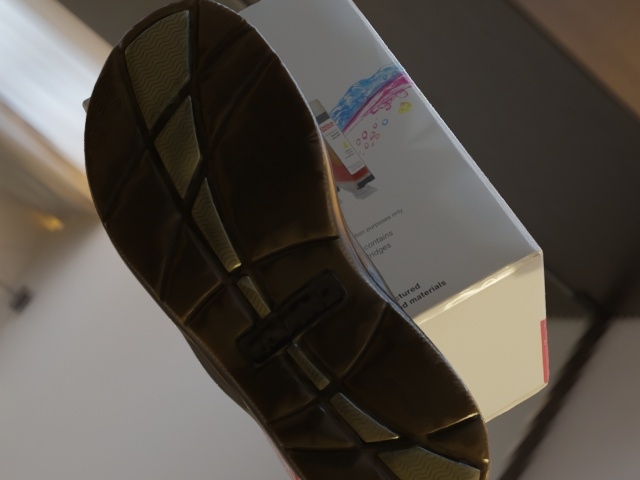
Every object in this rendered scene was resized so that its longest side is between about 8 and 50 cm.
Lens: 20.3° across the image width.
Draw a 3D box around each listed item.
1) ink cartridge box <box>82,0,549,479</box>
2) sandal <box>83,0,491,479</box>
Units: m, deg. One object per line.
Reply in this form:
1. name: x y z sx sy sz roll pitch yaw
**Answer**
1. ink cartridge box: 0.000 0.000 0.779 0.127 0.128 0.176 -29 -120 -7
2. sandal: -0.012 0.014 0.662 0.090 0.219 0.060 -36 173 -3
